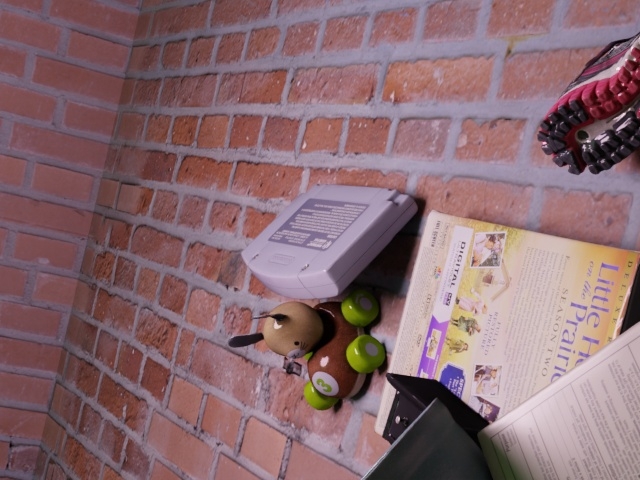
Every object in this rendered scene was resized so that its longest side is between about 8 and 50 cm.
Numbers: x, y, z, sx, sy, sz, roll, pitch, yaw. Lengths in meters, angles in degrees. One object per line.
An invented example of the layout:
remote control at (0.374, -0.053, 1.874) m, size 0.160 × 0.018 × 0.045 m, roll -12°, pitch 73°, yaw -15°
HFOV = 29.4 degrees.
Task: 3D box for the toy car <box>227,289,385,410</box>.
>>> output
toy car at (-0.030, 0.146, 1.750) m, size 0.155 × 0.188 × 0.149 m, roll -46°, pitch 40°, yaw 45°

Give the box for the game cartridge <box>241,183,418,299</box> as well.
game cartridge at (0.000, 0.000, 1.802) m, size 0.198 × 0.062 × 0.297 m, roll -49°, pitch 23°, yaw -14°

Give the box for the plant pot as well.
plant pot at (0.088, 0.328, 1.200) m, size 0.196 × 0.293 × 0.293 m, roll 42°, pitch 127°, yaw 9°

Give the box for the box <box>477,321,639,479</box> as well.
box at (0.305, 0.168, 1.102) m, size 0.311 × 0.121 × 0.148 m, roll -41°, pitch 52°, yaw 33°

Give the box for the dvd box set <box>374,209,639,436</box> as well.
dvd box set at (0.219, 0.137, 1.422) m, size 0.420 × 0.062 × 0.308 m, roll 14°, pitch 91°, yaw 63°

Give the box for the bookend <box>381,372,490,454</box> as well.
bookend at (0.118, 0.256, 1.415) m, size 0.157 × 0.072 × 0.156 m, roll 38°, pitch 114°, yaw 61°

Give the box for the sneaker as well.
sneaker at (0.350, -0.182, 1.265) m, size 0.299 × 0.121 × 0.112 m, roll -28°, pitch 23°, yaw 46°
